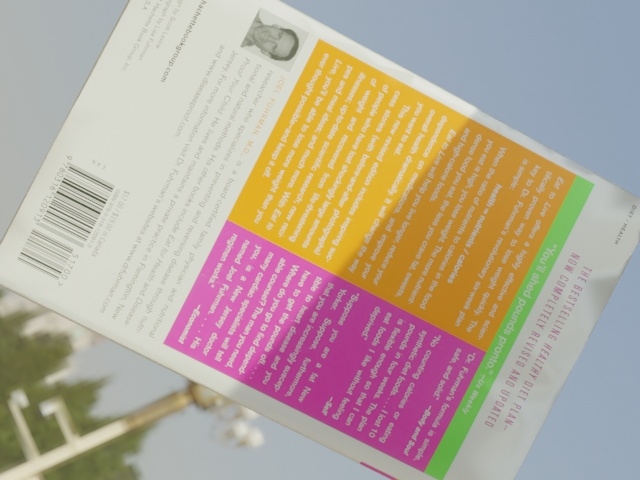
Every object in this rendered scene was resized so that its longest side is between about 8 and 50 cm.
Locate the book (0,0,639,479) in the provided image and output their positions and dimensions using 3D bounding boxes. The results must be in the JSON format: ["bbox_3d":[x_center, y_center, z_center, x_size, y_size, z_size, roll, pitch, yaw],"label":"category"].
[{"bbox_3d":[0.000,0.000,0.444,0.144,0.096,0.035,28,-6,-10],"label":"book"}]
